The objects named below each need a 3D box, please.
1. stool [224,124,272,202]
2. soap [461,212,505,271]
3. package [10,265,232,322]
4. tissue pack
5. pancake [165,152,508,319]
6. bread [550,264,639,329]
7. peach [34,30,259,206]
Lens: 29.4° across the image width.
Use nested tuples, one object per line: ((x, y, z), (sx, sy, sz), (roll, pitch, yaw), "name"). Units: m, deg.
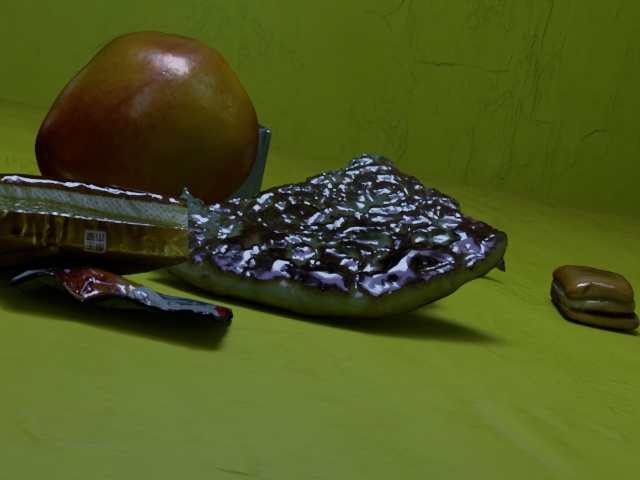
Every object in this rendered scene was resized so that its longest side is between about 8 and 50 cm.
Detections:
((-0.237, -0.146, 2.128), (0.243, 0.170, 0.269), (10, 8, -13), "stool")
((0.143, -0.014, 2.013), (0.273, 0.098, 0.218), (7, 10, -29), "soap")
((-0.205, 0.053, 1.275), (0.231, 0.040, 0.166), (10, 0, 0), "package")
((-0.281, -0.015, 1.334), (0.226, 0.092, 0.183), (4, -11, -33), "tissue pack")
((0.003, 0.003, 1.534), (0.426, 0.067, 0.305), (-13, 38, -22), "pancake")
((0.415, 0.083, 1.852), (0.115, 0.077, 0.200), (4, 7, 3), "bread")
((-0.250, -0.141, 1.754), (0.288, 0.289, 0.308), (14, 46, 16), "peach")
